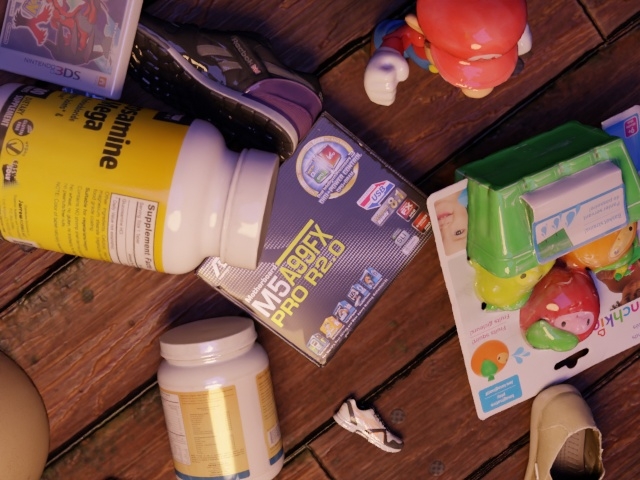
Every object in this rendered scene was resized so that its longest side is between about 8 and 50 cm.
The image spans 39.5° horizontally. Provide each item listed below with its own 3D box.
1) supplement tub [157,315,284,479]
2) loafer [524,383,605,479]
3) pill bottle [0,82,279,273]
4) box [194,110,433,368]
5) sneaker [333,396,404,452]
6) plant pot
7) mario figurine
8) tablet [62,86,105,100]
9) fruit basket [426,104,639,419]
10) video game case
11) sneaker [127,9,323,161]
[{"bbox_3d":[-0.130,0.210,1.147,0.144,0.144,0.199,-9,99,-6],"label":"supplement tub"},{"bbox_3d":[0.342,0.335,1.242,0.102,0.092,0.268,-12,111,-5],"label":"loafer"},{"bbox_3d":[-0.225,-0.065,1.050,0.334,0.188,0.187,11,97,0],"label":"pill bottle"},{"bbox_3d":[0.000,0.000,1.176,0.216,0.060,0.270,39,91,-12],"label":"box"},{"bbox_3d":[0.073,0.256,1.234,0.109,0.040,0.043,31,91,-11],"label":"sneaker"},{"bbox_3d":[-0.492,0.274,1.085,0.284,0.191,0.284,-1,99,-7],"label":"plant pot"},{"bbox_3d":[0.149,-0.212,1.032,0.170,0.320,0.198,35,93,-10],"label":"mario figurine"},{"bbox_3d":[-0.302,-0.155,1.141,0.054,0.006,0.083,-1,97,-7],"label":"tablet"},{"bbox_3d":[0.320,0.039,1.172,0.327,0.165,0.352,-22,110,-12],"label":"fruit basket"},{"bbox_3d":[-0.297,-0.286,1.070,0.184,0.023,0.201,17,96,21],"label":"video game case"},{"bbox_3d":[-0.129,-0.220,1.124,0.283,0.107,0.124,34,62,-2],"label":"sneaker"}]
